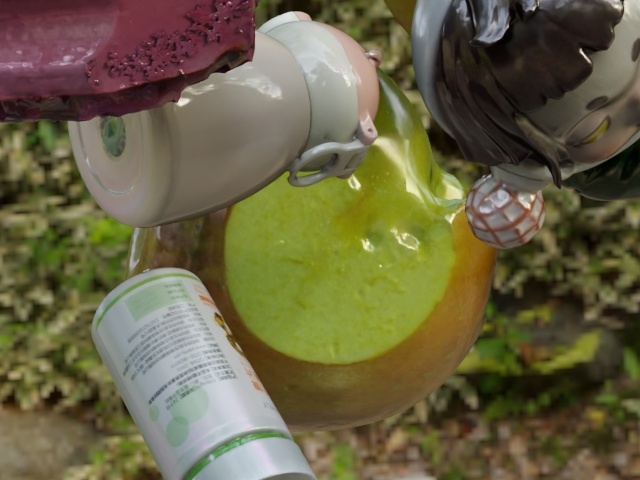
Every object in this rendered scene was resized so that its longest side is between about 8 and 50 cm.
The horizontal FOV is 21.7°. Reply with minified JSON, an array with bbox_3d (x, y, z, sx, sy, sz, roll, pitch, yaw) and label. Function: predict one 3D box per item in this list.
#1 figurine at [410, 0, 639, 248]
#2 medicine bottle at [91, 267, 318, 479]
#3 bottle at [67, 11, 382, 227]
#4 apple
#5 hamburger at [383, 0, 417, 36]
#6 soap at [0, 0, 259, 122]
[{"bbox_3d":[0.187,-0.120,1.160,0.167,0.281,0.370,39,9,37],"label":"figurine"},{"bbox_3d":[-0.078,0.108,1.082,0.086,0.086,0.183,-5,46,-35],"label":"medicine bottle"},{"bbox_3d":[-0.057,-0.101,1.252,0.237,0.147,0.147,-14,7,-35],"label":"bottle"},{"bbox_3d":[0.000,0.000,1.590,0.374,0.384,0.374,18,33,-12],"label":"apple"},{"bbox_3d":[0.194,-0.341,1.437,0.277,0.395,0.396,-33,12,-20],"label":"hamburger"},{"bbox_3d":[-0.184,-0.158,1.057,0.289,0.112,0.182,-1,29,2],"label":"soap"}]
